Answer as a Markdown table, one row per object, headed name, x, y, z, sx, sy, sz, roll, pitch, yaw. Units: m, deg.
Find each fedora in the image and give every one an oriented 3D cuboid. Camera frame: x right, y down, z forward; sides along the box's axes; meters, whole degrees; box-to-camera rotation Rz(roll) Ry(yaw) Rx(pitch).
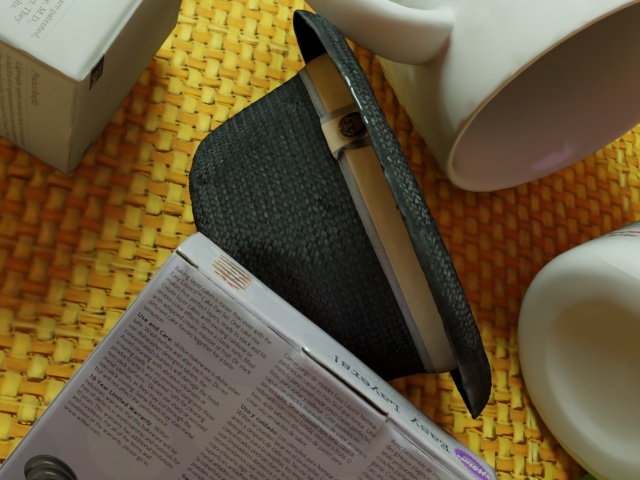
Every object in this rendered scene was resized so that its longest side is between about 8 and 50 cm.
| name | x | y | z | sx | sy | sz | roll | pitch | yaw |
| --- | --- | --- | --- | --- | --- | --- | --- | --- | --- |
| fedora | 0.000 | 0.000 | 0.626 | 0.153 | 0.334 | 0.334 | -23 | 76 | 3 |

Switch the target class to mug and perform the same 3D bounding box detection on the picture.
| name | x | y | z | sx | sy | sz | roll | pitch | yaw |
| --- | --- | --- | --- | --- | --- | --- | --- | --- | --- |
| mug | 0.127 | -0.249 | 0.745 | 0.374 | 0.276 | 0.328 | -10 | 63 | -35 |

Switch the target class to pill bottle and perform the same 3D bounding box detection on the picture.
| name | x | y | z | sx | sy | sz | roll | pitch | yaw |
| --- | --- | --- | --- | --- | --- | --- | --- | --- | --- |
| pill bottle | 0.403 | 0.061 | 0.759 | 0.408 | 0.229 | 0.229 | -18 | 76 | -29 |

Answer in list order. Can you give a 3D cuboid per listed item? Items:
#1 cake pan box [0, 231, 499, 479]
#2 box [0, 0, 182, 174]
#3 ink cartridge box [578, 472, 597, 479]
| name | x | y | z | sx | sy | sz | roll | pitch | yaw |
| --- | --- | --- | --- | --- | --- | --- | --- | --- | --- |
| cake pan box | -0.054 | 0.169 | 0.515 | 0.267 | 0.245 | 0.070 | 38 | 13 | -3 |
| box | -0.190 | -0.175 | 0.616 | 0.119 | 0.181 | 0.182 | 32 | 68 | -8 |
| ink cartridge box | 0.281 | 0.323 | 0.662 | 0.189 | 0.097 | 0.255 | -22 | 78 | -30 |
